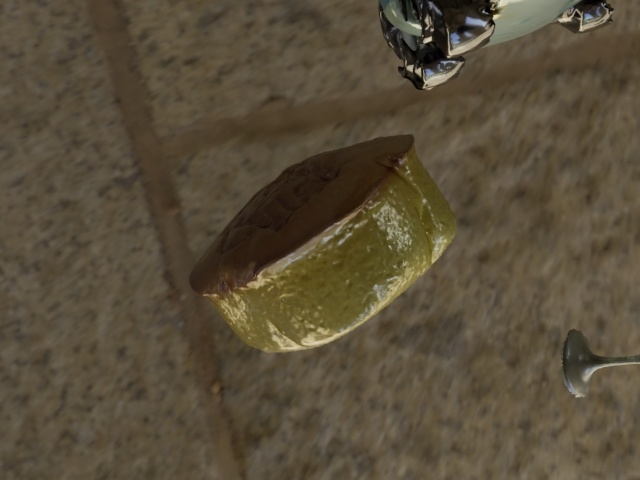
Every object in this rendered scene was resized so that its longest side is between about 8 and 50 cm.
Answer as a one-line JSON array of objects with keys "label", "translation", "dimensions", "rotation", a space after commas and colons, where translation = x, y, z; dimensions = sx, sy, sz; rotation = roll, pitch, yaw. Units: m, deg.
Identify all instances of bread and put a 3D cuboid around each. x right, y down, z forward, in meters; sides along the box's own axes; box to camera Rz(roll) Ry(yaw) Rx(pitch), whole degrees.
[{"label": "bread", "translation": [0.000, 0.000, 1.669], "dimensions": [0.269, 0.270, 0.148], "rotation": [-31, 103, 17]}]

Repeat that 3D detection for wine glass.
[{"label": "wine glass", "translation": [0.366, 0.113, 1.598], "dimensions": [0.262, 0.074, 0.074], "rotation": [-5, 103, 30]}]

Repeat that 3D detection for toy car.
[{"label": "toy car", "translation": [0.125, -0.231, 1.231], "dimensions": [0.188, 0.255, 0.190], "rotation": [-19, 88, -5]}]
